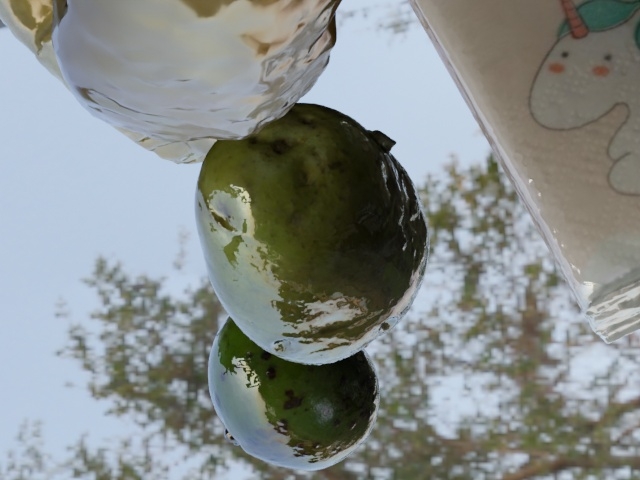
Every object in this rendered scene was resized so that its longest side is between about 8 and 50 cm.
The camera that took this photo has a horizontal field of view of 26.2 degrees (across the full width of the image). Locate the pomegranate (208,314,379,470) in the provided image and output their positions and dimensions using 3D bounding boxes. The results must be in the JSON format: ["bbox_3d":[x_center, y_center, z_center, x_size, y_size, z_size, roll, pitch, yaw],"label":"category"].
[{"bbox_3d":[-0.012,0.130,1.486,0.248,0.202,0.202,-44,-57,-1],"label":"pomegranate"}]

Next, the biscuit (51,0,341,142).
[{"bbox_3d":[-0.011,-0.151,0.406,0.091,0.213,0.274,11,-110,-7],"label":"biscuit"}]

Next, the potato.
[{"bbox_3d":[0.001,-0.002,1.089,0.197,0.149,0.228,-51,-36,-39],"label":"potato"}]

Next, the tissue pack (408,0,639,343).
[{"bbox_3d":[0.152,-0.118,0.760,0.325,0.170,0.071,65,-176,31],"label":"tissue pack"}]

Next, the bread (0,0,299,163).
[{"bbox_3d":[-0.173,-0.250,1.267,0.388,0.183,0.236,43,-148,-6],"label":"bread"}]
